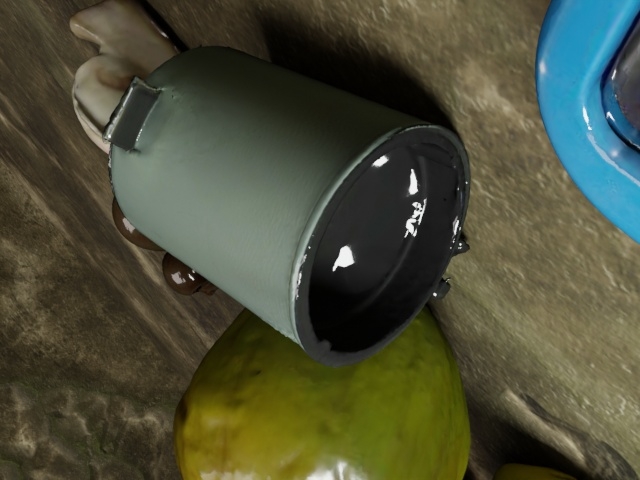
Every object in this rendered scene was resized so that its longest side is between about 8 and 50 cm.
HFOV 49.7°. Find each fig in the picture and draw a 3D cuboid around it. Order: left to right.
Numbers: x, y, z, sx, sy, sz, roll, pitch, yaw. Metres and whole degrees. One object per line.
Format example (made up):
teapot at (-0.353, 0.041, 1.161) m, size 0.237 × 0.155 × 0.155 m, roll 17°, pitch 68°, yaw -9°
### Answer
fig at (0.015, 0.191, 0.783) m, size 0.343 × 0.343 × 0.343 m, roll 39°, pitch 155°, yaw 22°

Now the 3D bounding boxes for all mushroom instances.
mushroom at (-0.238, -0.163, 0.885) m, size 0.236 × 0.162 × 0.173 m, roll 49°, pitch 155°, yaw 2°

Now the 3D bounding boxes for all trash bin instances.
trash bin at (-0.032, -0.043, 0.640) m, size 0.262 × 0.217 × 0.277 m, roll 30°, pitch -176°, yaw 37°

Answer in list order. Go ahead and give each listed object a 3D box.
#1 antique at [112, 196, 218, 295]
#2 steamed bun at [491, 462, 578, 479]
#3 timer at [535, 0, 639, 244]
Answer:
antique at (-0.245, -0.012, 1.167) m, size 0.121 × 0.143 × 0.257 m, roll 19°, pitch 146°, yaw 46°
steamed bun at (0.234, 0.437, 0.787) m, size 0.334 × 0.334 × 0.374 m, roll 53°, pitch 154°, yaw -12°
timer at (0.255, -0.056, 0.245) m, size 0.340 × 0.115 × 0.309 m, roll 40°, pitch 155°, yaw 18°
